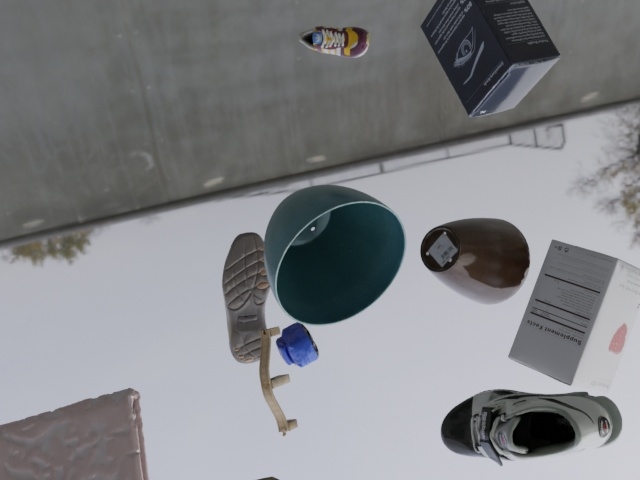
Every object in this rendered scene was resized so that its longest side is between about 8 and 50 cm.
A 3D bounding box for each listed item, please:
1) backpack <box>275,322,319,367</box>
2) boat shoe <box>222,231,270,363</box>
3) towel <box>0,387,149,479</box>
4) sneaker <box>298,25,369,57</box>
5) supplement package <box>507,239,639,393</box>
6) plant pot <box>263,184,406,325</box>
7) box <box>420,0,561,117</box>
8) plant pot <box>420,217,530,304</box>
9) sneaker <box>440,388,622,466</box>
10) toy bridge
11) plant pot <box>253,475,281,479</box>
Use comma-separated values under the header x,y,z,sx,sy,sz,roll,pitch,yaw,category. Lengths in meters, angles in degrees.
x,y,z,sx,sy,sz,roll,pitch,yaw,category
-0.061,0.295,2.078,0.101,0.098,0.120,-33,-157,-10,backpack
-0.207,0.146,2.018,0.132,0.355,0.130,0,-167,-18,boat shoe
-0.416,0.422,1.182,0.332,0.316,0.053,-17,157,7,towel
0.029,-0.447,1.707,0.084,0.069,0.185,-3,-170,-39,sneaker
0.586,0.173,1.718,0.178,0.292,0.175,18,-177,-41,supplement package
0.000,0.000,1.549,0.290,0.290,0.195,-17,-141,-22,plant pot
0.284,-0.340,1.295,0.108,0.207,0.153,-16,163,-26,box
0.343,0.035,1.788,0.215,0.215,0.230,-2,171,40,plant pot
0.320,0.315,1.290,0.331,0.122,0.146,-20,166,41,sneaker
-0.079,0.247,1.324,0.026,0.188,0.063,-12,177,28,toy bridge
-0.078,0.396,1.075,0.096,0.109,0.109,-24,-169,-31,plant pot
